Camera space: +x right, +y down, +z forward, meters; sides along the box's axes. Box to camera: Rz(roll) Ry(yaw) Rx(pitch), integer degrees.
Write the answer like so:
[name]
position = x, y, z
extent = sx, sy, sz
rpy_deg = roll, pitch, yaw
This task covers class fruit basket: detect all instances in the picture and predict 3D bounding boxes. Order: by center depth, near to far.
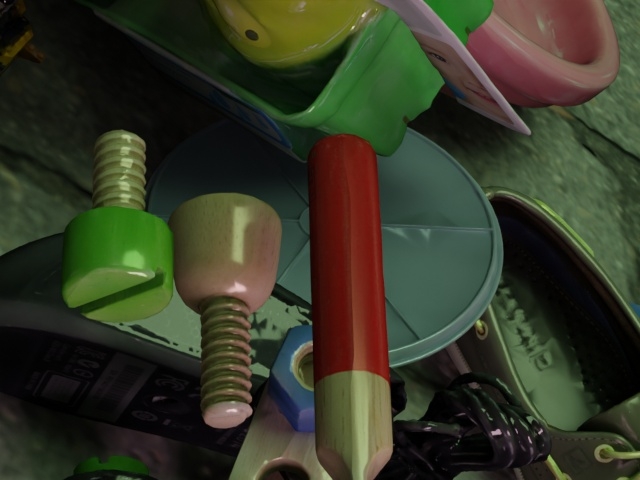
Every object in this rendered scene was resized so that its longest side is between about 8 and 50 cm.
[fruit basket]
position = -0.084, -0.180, 0.831
extent = 0.327, 0.165, 0.353
rpy_deg = 32, 3, 39

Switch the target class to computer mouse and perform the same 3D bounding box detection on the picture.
[computer mouse]
position = -0.042, 0.055, 0.773
extent = 0.272, 0.188, 0.072
rpy_deg = 20, 64, -17

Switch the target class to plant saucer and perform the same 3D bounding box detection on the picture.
[plant saucer]
position = 0.070, -0.216, 1.132
extent = 0.332, 0.084, 0.332
rpy_deg = 38, 28, -25

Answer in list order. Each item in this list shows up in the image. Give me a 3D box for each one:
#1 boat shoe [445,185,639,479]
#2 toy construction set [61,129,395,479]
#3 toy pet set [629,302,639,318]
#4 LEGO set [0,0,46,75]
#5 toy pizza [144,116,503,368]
[boat shoe]
position = 0.160, 0.104, 0.945
extent = 0.109, 0.091, 0.305
rpy_deg = -29, 73, -15
[toy construction set]
position = -0.071, 0.134, 0.580
extent = 0.257, 0.309, 0.237
rpy_deg = 14, 53, -25
[toy pet set]
position = 0.183, 0.087, 1.032
extent = 0.114, 0.065, 0.122
rpy_deg = -22, 74, -50
[LEGO set]
position = -0.252, -0.162, 0.725
extent = 0.331, 0.192, 0.255
rpy_deg = 46, 38, -3
[toy pizza]
position = 0.000, 0.000, 0.908
extent = 0.201, 0.032, 0.201
rpy_deg = 4, 46, -5
